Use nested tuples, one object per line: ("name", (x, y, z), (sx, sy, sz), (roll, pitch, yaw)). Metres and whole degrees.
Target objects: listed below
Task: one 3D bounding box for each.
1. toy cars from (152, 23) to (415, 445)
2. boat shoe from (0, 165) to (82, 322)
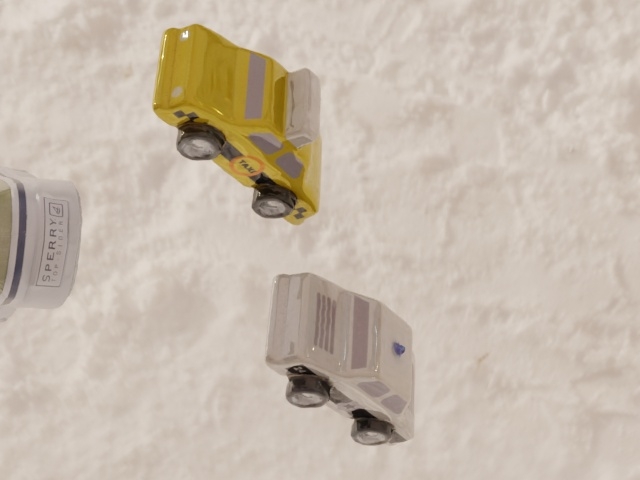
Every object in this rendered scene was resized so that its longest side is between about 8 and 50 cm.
("toy cars", (0.000, 0.000, 0.932), (0.087, 0.176, 0.393), (-17, 102, 30))
("boat shoe", (-0.228, -0.005, 0.749), (0.094, 0.302, 0.109), (10, 82, -24))
